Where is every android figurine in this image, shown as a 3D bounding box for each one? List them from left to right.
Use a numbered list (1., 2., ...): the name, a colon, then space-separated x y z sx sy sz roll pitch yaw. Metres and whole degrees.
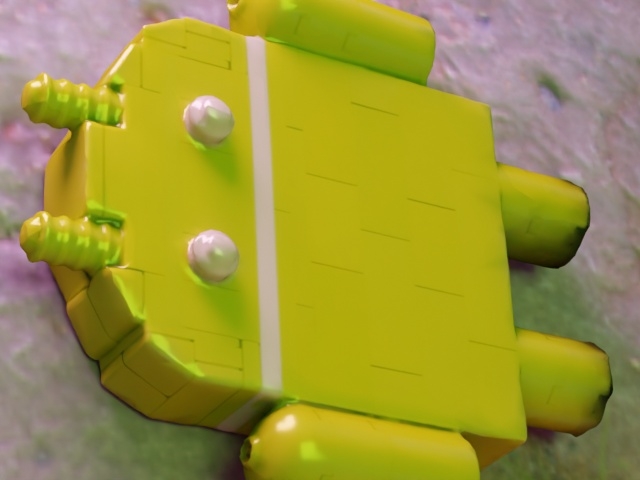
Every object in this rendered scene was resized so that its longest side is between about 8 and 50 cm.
1. android figurine: 0.000 0.000 0.823 0.272 0.056 0.248 16 56 -28
